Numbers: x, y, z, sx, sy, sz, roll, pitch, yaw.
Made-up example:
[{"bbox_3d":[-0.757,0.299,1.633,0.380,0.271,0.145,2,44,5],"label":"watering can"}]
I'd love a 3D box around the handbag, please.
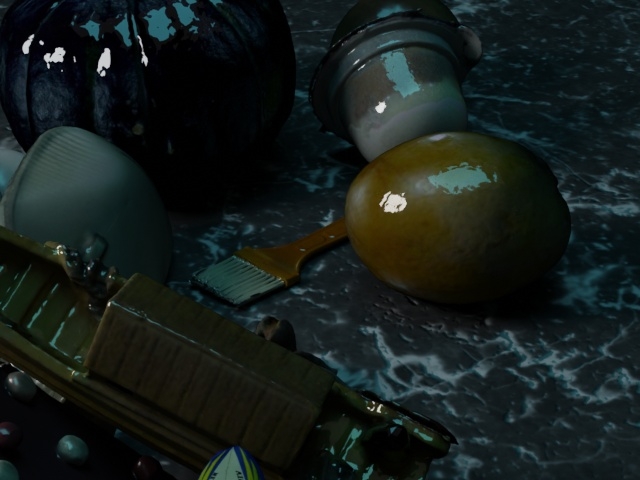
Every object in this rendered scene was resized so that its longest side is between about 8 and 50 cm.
[{"bbox_3d":[-0.199,0.204,1.276,0.216,0.074,0.203,35,19,-16],"label":"handbag"}]

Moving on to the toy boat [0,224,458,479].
[{"bbox_3d":[-0.114,0.113,1.324,0.445,0.162,0.136,27,70,6],"label":"toy boat"}]

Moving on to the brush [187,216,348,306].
[{"bbox_3d":[0.000,0.000,1.811,0.314,0.017,0.090,-26,38,-37],"label":"brush"}]

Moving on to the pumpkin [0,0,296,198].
[{"bbox_3d":[-0.206,-0.202,1.952,0.363,0.266,0.363,-3,32,2],"label":"pumpkin"}]

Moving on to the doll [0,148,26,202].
[{"bbox_3d":[-0.385,-0.044,1.743,0.251,0.221,0.221,48,41,0],"label":"doll"}]

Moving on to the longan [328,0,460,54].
[{"bbox_3d":[0.096,-0.236,2.097,0.167,0.167,0.187,24,60,41],"label":"longan"}]

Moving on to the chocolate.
[{"bbox_3d":[0.108,-0.152,1.939,0.221,0.221,0.147,-15,52,-20],"label":"chocolate"}]

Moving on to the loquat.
[{"bbox_3d":[0.140,-0.022,1.672,0.227,0.179,0.179,3,29,20],"label":"loquat"}]

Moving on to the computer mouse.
[{"bbox_3d":[-0.228,-0.013,1.672,0.095,0.197,0.331,-40,17,18],"label":"computer mouse"}]

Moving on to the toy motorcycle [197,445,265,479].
[{"bbox_3d":[-0.067,0.272,1.143,0.113,0.169,0.315,-4,29,4],"label":"toy motorcycle"}]

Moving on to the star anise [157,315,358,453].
[{"bbox_3d":[-0.065,0.142,1.481,0.236,0.093,0.229,26,34,37],"label":"star anise"}]

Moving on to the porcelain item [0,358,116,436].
[{"bbox_3d":[-0.262,0.125,1.542,0.069,0.081,0.216,29,3,-37],"label":"porcelain item"}]
